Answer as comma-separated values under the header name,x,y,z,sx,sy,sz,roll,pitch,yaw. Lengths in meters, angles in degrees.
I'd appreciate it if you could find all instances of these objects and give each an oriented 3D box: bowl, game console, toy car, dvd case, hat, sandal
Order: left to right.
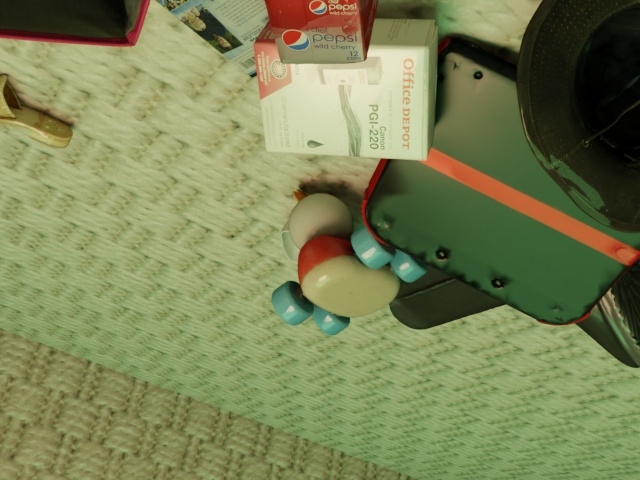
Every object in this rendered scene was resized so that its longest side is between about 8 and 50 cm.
name,x,y,z,sx,sy,sz,roll,pitch,yaw
sandal,-0.521,-0.235,1.240,0.240,0.088,0.079,20,120,-28
dvd case,-0.118,-0.318,0.954,0.180,0.022,0.253,-17,140,41
bowl,0.000,0.000,1.454,0.141,0.053,0.142,7,150,11
toy car,0.024,0.003,1.307,0.219,0.238,0.210,-37,146,24
game console,0.274,-0.064,1.058,0.386,0.060,0.342,26,128,1
hat,0.366,-0.182,0.868,0.331,0.331,0.134,17,-164,-8

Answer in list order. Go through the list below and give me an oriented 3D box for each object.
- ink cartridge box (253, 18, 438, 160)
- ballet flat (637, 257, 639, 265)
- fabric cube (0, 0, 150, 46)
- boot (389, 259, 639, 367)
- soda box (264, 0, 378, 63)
name,x,y,z,sx,sy,sz,roll,pitch,yaw
ink cartridge box,0.036,-0.193,0.953,0.217,0.092,0.159,3,127,11
ballet flat,0.532,0.038,1.314,0.067,0.073,0.206,-13,156,-10
fabric cube,-0.267,-0.345,0.597,0.254,0.258,0.259,-2,150,-28
boot,0.321,0.102,1.324,0.445,0.146,0.367,-25,103,44
soda box,0.019,-0.290,0.693,0.083,0.263,0.092,5,151,12
